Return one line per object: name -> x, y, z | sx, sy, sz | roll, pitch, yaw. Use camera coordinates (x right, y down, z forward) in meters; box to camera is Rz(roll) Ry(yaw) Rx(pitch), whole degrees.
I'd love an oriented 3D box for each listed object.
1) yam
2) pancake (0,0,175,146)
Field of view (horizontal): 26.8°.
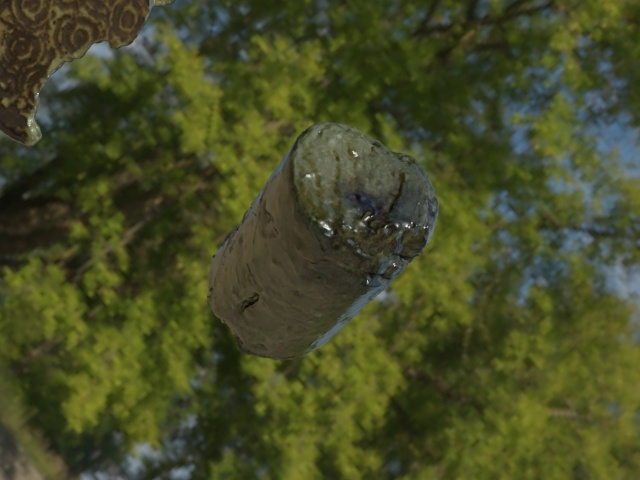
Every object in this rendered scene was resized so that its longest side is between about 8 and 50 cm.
yam -> 0.000, 0.000, 1.552 | 0.195, 0.195, 0.300 | 49, -37, 6
pancake -> -0.209, -0.177, 1.134 | 0.020, 0.190, 0.184 | 51, 29, -78
